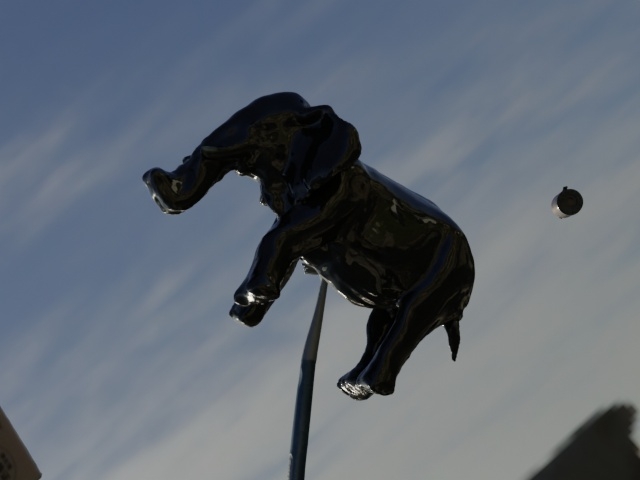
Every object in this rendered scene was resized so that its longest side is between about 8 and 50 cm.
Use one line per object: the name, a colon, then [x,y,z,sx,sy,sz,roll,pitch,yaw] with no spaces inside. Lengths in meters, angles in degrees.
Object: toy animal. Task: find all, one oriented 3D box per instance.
toy animal: [-0.004,-0.001,1.256,0.114,0.245,0.146,7,63,58]

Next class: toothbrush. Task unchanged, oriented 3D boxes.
toothbrush: [-0.015,0.125,1.644,0.025,0.276,0.019,9,-8,-18]

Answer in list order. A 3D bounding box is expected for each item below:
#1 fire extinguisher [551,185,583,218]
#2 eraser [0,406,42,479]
fire extinguisher: [0.204,-0.032,1.561,0.083,0.022,0.028,19,-99,-86]
eraser: [-0.312,0.112,1.435,0.124,0.210,0.068,-4,31,49]
